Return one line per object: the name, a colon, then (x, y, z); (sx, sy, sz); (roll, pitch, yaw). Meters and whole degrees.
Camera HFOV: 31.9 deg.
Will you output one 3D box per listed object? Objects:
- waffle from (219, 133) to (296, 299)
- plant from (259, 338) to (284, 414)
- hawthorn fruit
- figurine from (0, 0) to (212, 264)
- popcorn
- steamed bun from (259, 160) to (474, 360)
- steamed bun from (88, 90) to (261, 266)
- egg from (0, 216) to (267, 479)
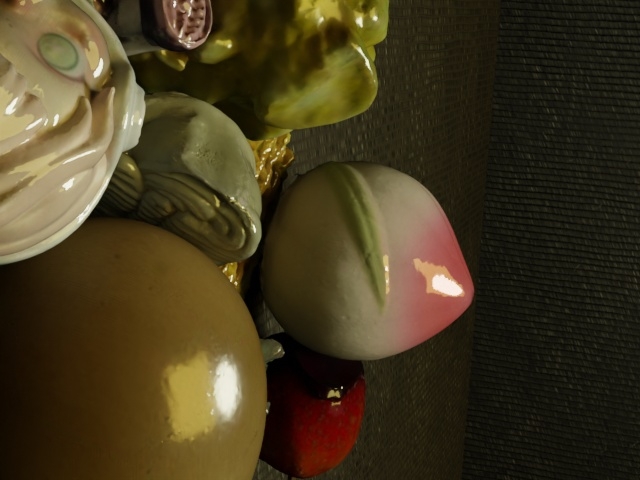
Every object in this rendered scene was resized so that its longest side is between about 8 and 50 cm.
waffle: (-0.114, -0.042, 1.521); (0.302, 0.068, 0.324); (-46, 147, -63)
plant: (-0.141, 0.187, 1.478); (0.203, 0.143, 0.131); (-39, 125, -51)
hawthorn fruit: (-0.028, 0.262, 1.720); (0.215, 0.215, 0.249); (-37, 129, -65)
figurine: (-0.245, -0.125, 0.889); (0.361, 0.253, 0.211); (-72, 176, -50)
popcorn: (-0.078, -0.272, 1.131); (0.334, 0.292, 0.293); (39, 32, -49)
steamed bun: (0.086, 0.037, 1.621); (0.309, 0.310, 0.309); (7, 90, -71)
steamed bun: (-0.152, -0.072, 1.099); (0.218, 0.211, 0.144); (-28, -148, 60)
egg: (-0.202, 0.160, 1.018); (0.301, 0.301, 0.373); (-38, 144, -64)
